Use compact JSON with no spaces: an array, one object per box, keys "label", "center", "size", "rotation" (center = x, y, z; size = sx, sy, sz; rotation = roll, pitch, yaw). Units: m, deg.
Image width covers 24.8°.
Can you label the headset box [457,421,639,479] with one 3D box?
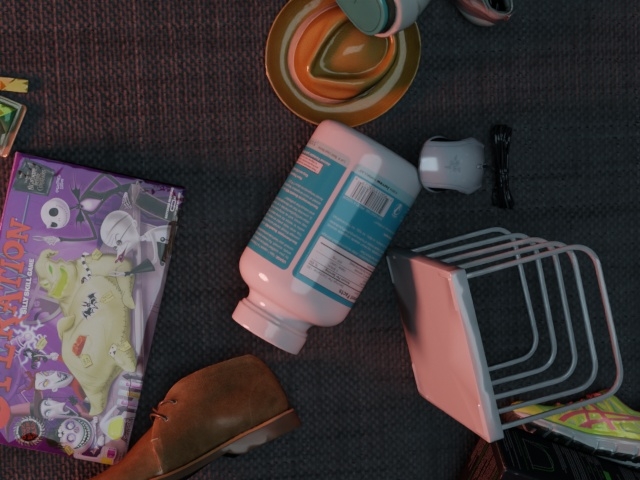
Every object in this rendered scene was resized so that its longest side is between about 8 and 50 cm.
[{"label":"headset box","center":[0.291,0.391,1.789],"size":[0.283,0.131,0.246],"rotation":[21,109,-10]}]

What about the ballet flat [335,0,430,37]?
[{"label":"ballet flat","center":[-0.001,-0.414,1.689],"size":[0.139,0.139,0.400],"rotation":[-37,85,-3]}]

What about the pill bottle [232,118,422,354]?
[{"label":"pill bottle","center":[0.000,0.000,1.726],"size":[0.146,0.146,0.264],"rotation":[31,91,-10]}]

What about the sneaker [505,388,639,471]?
[{"label":"sneaker","center":[0.337,0.228,1.843],"size":[0.208,0.081,0.094],"rotation":[14,64,-2]}]

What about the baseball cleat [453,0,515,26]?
[{"label":"baseball cleat","center":[0.156,-0.341,1.732],"size":[0.206,0.109,0.072],"rotation":[40,79,-14]}]

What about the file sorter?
[{"label":"file sorter","center":[0.209,0.094,1.705],"size":[0.173,0.277,0.193],"rotation":[-15,98,-11]}]

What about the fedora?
[{"label":"fedora","center":[0.032,-0.225,1.741],"size":[0.194,0.079,0.194],"rotation":[-1,96,-8]}]

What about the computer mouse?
[{"label":"computer mouse","center":[0.182,-0.087,1.741],"size":[0.042,0.193,0.106],"rotation":[7,97,36]}]

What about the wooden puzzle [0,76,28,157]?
[{"label":"wooden puzzle","center":[-0.392,-0.142,1.720],"size":[0.078,0.014,0.116],"rotation":[15,94,-9]}]

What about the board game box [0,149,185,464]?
[{"label":"board game box","center":[-0.298,0.083,1.743],"size":[0.208,0.056,0.347],"rotation":[12,94,-5]}]

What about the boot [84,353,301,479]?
[{"label":"boot","center":[-0.180,0.236,1.739],"size":[0.305,0.112,0.115],"rotation":[-24,86,-22]}]
